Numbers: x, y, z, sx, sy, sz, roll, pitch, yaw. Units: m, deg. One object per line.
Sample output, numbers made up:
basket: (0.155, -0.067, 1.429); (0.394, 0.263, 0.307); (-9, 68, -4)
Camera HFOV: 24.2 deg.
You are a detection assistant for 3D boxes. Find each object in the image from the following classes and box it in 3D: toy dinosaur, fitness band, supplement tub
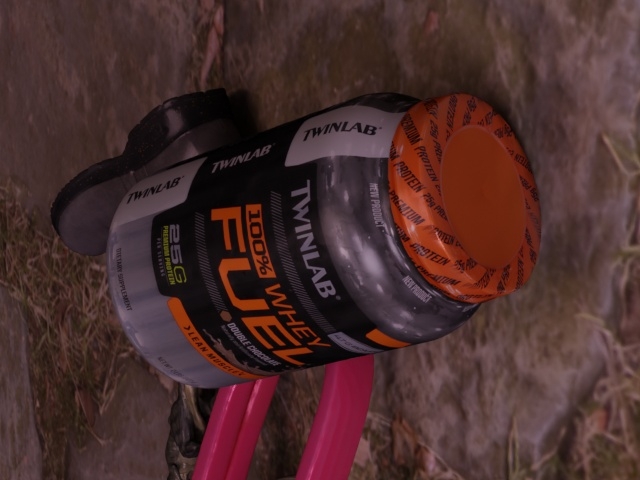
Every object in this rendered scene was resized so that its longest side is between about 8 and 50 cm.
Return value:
toy dinosaur: (-0.128, 0.194, 1.602); (0.118, 0.064, 0.268); (24, 113, 54)
fitness band: (-0.040, 0.189, 1.421); (0.209, 0.054, 0.291); (10, 82, 61)
supplement tub: (0.000, 0.000, 1.248); (0.338, 0.207, 0.207); (-17, 84, 39)

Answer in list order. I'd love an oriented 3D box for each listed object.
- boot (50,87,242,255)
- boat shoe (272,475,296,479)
boot: (-0.160, 0.009, 1.562); (0.338, 0.118, 0.223); (-37, 74, 53)
boat shoe: (0.000, 0.303, 1.436); (0.305, 0.091, 0.109); (11, 107, 50)
